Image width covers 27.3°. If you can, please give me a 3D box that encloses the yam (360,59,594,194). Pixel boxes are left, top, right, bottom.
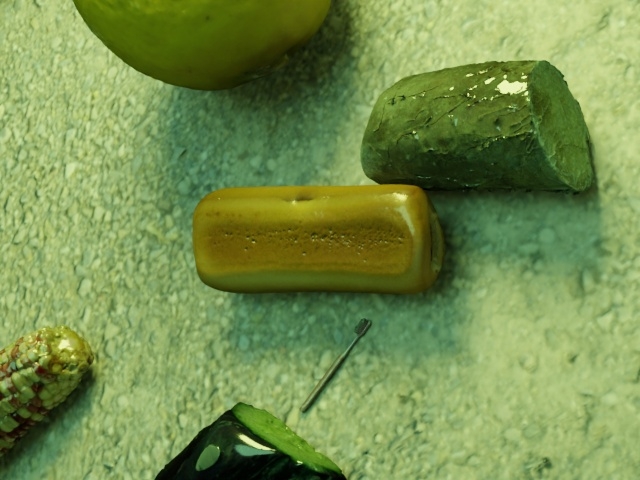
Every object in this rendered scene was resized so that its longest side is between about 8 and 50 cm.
[{"bbox_3d":[0.120,-0.087,1.031,0.183,0.107,0.107,0,72,39],"label":"yam"}]

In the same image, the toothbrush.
[{"bbox_3d":[0.011,0.104,1.094,0.097,0.008,0.006,-55,37,7],"label":"toothbrush"}]

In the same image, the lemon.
[{"bbox_3d":[-0.099,-0.239,1.173,0.240,0.240,0.219,-32,80,23],"label":"lemon"}]

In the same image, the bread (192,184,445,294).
[{"bbox_3d":[0.000,0.000,1.099,0.239,0.074,0.092,0,93,36],"label":"bread"}]

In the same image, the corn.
[{"bbox_3d":[-0.324,0.169,1.268,0.253,0.086,0.086,-39,54,17],"label":"corn"}]

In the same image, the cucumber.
[{"bbox_3d":[-0.084,0.200,1.086,0.193,0.086,0.115,-41,55,25],"label":"cucumber"}]
